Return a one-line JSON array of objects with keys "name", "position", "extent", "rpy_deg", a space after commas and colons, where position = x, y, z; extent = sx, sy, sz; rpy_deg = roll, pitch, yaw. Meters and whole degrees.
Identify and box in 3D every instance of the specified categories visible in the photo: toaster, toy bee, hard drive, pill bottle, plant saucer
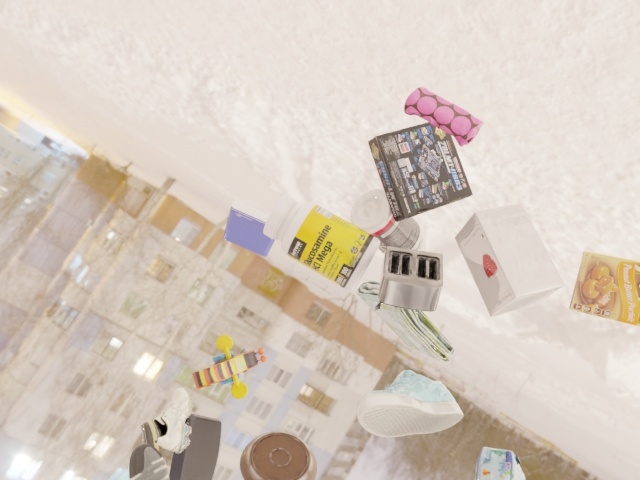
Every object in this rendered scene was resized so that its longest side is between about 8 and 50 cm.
[{"name": "toaster", "position": [0.249, 0.108, 1.420], "extent": [0.168, 0.185, 0.110], "rpy_deg": [8, 132, 6]}, {"name": "toy bee", "position": [-0.268, 0.385, 1.637], "extent": [0.195, 0.162, 0.298], "rpy_deg": [62, -158, -13]}, {"name": "hard drive", "position": [-0.422, 0.733, 1.745], "extent": [0.054, 0.254, 0.172], "rpy_deg": [-12, 148, 36]}, {"name": "pill bottle", "position": [0.264, -0.041, 1.885], "extent": [0.176, 0.176, 0.319], "rpy_deg": [25, 171, 47]}, {"name": "pill bottle", "position": [0.000, 0.000, 1.583], "extent": [0.334, 0.187, 0.188], "rpy_deg": [29, 173, 5]}, {"name": "hard drive", "position": [-0.288, -0.039, 2.116], "extent": [0.210, 0.040, 0.318], "rpy_deg": [24, 154, -6]}, {"name": "plant saucer", "position": [-0.164, 0.878, 2.033], "extent": [0.311, 0.050, 0.310], "rpy_deg": [8, -153, -4]}]

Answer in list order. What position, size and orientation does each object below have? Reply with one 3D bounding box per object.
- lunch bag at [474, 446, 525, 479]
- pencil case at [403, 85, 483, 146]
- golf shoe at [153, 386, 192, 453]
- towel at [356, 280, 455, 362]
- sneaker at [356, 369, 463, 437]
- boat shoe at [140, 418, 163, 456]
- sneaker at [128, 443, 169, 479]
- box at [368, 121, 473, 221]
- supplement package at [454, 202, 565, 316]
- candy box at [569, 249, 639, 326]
[{"name": "lunch bag", "position": [0.407, 0.597, 1.147], "extent": [0.090, 0.218, 0.176], "rpy_deg": [-6, 129, 29]}, {"name": "pencil case", "position": [0.331, -0.332, 1.380], "extent": [0.209, 0.095, 0.098], "rpy_deg": [38, 149, 17]}, {"name": "golf shoe", "position": [-0.366, 0.432, 1.257], "extent": [0.086, 0.069, 0.176], "rpy_deg": [25, -153, -29]}, {"name": "towel", "position": [0.311, 0.299, 1.918], "extent": [0.320, 0.090, 0.374], "rpy_deg": [49, 169, -12]}, {"name": "sneaker", "position": [0.208, 0.405, 1.303], "extent": [0.366, 0.135, 0.150], "rpy_deg": [23, -152, -41]}, {"name": "boat shoe", "position": [-0.434, 0.557, 1.283], "extent": [0.223, 0.074, 0.080], "rpy_deg": [-124, 32, -42]}, {"name": "sneaker", "position": [-0.383, 0.577, 1.142], "extent": [0.132, 0.086, 0.228], "rpy_deg": [-40, 71, 48]}, {"name": "box", "position": [0.343, -0.244, 1.739], "extent": [0.073, 0.294, 0.295], "rpy_deg": [-21, 89, 67]}, {"name": "supplement package", "position": [0.579, 0.060, 1.590], "extent": [0.177, 0.176, 0.292], "rpy_deg": [107, 148, -61]}, {"name": "candy box", "position": [0.913, 0.149, 1.474], "extent": [0.317, 0.182, 0.088], "rpy_deg": [13, -171, 27]}]
